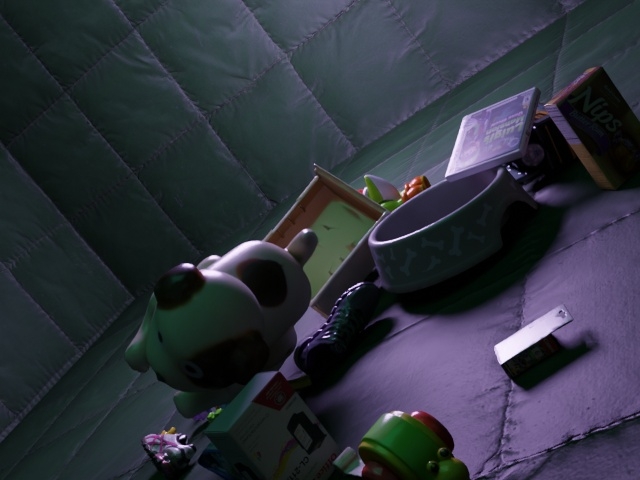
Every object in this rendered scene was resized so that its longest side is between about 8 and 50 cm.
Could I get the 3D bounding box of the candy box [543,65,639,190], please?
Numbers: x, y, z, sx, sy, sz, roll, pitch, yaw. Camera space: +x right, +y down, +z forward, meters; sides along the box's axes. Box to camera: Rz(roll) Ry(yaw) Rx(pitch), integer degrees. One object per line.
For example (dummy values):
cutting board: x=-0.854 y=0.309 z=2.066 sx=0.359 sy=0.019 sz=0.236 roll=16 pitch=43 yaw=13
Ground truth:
candy box: x=0.484 y=-0.192 z=1.452 sx=0.109 sy=0.186 sz=0.053 roll=-39 pitch=12 yaw=-6

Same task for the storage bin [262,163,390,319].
storage bin: x=0.000 y=0.000 z=1.897 sx=0.260 sy=0.123 sz=0.262 roll=36 pitch=84 yaw=35

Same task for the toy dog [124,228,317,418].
toy dog: x=-0.162 y=0.153 z=1.529 sx=0.395 sy=0.284 sz=0.408 roll=-34 pitch=-2 yaw=13

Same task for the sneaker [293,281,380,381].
sneaker: x=0.047 y=0.182 z=1.638 sx=0.223 sy=0.083 sz=0.098 roll=-49 pitch=22 yaw=-1

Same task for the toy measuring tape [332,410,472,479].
toy measuring tape: x=0.078 y=0.270 z=1.081 sx=0.121 sy=0.121 sz=0.330 roll=-43 pitch=13 yaw=-23

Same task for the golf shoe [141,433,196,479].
golf shoe: x=-0.313 y=0.435 z=1.750 sx=0.086 sy=0.067 sz=0.186 roll=-34 pitch=19 yaw=-22

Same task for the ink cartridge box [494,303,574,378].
ink cartridge box: x=0.295 y=0.137 z=1.150 sx=0.115 sy=0.029 sz=0.063 roll=-34 pitch=12 yaw=12

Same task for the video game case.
video game case: x=0.346 y=-0.212 z=1.699 sx=0.190 sy=0.022 sz=0.173 roll=-18 pitch=42 yaw=47

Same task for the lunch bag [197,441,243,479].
lunch bag: x=-0.131 y=0.346 z=1.458 sx=0.151 sy=0.096 sz=0.129 roll=-8 pitch=30 yaw=48

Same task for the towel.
towel: x=-0.105 y=0.289 z=1.565 sx=0.102 sy=0.021 sz=0.237 roll=-6 pitch=-17 yaw=-26

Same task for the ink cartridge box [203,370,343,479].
ink cartridge box: x=-0.064 y=0.299 z=1.242 sx=0.072 sy=0.175 sz=0.127 roll=-18 pitch=23 yaw=52

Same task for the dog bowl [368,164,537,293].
dog bowl: x=0.249 y=-0.033 z=1.673 sx=0.349 sy=0.102 sz=0.349 roll=-29 pitch=12 yaw=7

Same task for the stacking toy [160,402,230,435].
stacking toy: x=-0.235 y=0.363 z=1.835 sx=0.221 sy=0.052 sz=0.167 roll=-28 pitch=17 yaw=34

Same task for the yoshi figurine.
yoshi figurine: x=0.113 y=-0.009 z=2.035 sx=0.362 sy=0.203 sz=0.203 roll=-21 pitch=53 yaw=18

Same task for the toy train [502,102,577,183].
toy train: x=0.453 y=-0.221 z=1.822 sx=0.190 sy=0.142 sz=0.334 roll=-25 pitch=11 yaw=4
